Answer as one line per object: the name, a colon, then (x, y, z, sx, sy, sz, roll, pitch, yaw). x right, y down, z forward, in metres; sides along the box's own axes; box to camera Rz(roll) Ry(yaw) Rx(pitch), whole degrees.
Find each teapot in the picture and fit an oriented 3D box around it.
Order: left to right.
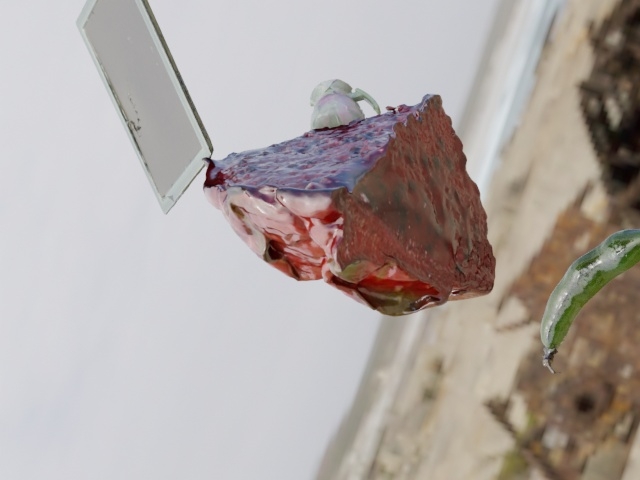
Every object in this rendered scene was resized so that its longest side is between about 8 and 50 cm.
teapot: (0.026, -0.150, 1.978, 0.064, 0.083, 0.064, 68, -172, -47)

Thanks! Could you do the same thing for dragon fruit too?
dragon fruit: (0.002, 0.010, 1.802, 0.329, 0.286, 0.228, -50, -54, -66)

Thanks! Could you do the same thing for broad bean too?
broad bean: (0.318, 0.058, 2.039, 0.039, 0.069, 0.227, -12, -39, -49)

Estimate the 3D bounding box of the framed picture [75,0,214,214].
framed picture: (-0.207, -0.184, 2.028, 0.016, 0.273, 0.216, -21, -9, -26)
